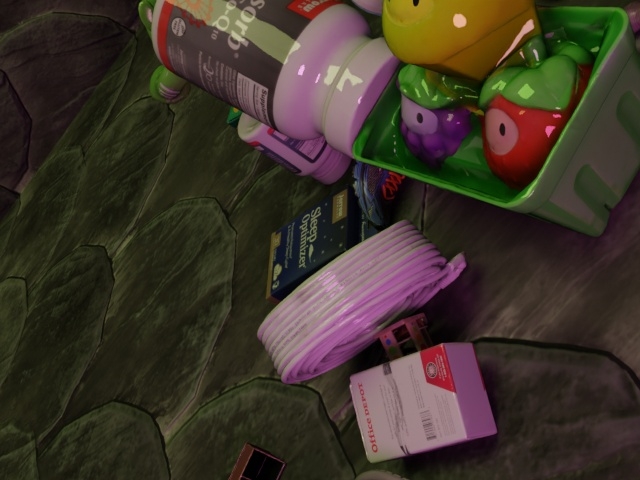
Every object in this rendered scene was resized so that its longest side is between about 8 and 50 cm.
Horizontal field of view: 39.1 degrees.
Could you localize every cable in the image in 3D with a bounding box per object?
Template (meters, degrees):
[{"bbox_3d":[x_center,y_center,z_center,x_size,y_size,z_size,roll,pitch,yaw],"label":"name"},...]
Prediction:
[{"bbox_3d":[0.040,0.079,1.133,0.257,0.257,0.089,-43,74,28],"label":"cable"}]

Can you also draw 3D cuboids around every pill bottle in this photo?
[{"bbox_3d":[-0.038,-0.171,1.503,0.108,0.180,0.108,-35,38,33],"label":"pill bottle"},{"bbox_3d":[-0.053,-0.275,1.328,0.363,0.210,0.210,31,89,22],"label":"pill bottle"}]

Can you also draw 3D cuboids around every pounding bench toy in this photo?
[{"bbox_3d":[0.121,0.132,1.145,0.052,0.083,0.065,-33,77,36],"label":"pounding bench toy"}]

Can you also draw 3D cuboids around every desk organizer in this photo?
[{"bbox_3d":[-0.103,0.357,1.266,0.050,0.047,0.130,11,72,55],"label":"desk organizer"}]

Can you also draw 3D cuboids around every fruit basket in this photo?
[{"bbox_3d":[0.175,-0.201,1.059,0.283,0.392,0.392,-60,31,-2],"label":"fruit basket"}]

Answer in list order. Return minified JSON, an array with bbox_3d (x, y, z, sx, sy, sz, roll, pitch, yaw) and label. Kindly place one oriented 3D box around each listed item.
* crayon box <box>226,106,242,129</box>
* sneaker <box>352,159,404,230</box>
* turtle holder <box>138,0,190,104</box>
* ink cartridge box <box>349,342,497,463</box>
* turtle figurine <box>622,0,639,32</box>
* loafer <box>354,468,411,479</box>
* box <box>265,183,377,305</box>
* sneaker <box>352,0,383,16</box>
[{"bbox_3d":[-0.059,-0.293,1.653,0.081,0.165,0.278,-23,46,43],"label":"crayon box"},{"bbox_3d":[0.104,-0.121,1.361,0.087,0.083,0.221,-1,71,23],"label":"sneaker"},{"bbox_3d":[-0.189,-0.397,1.586,0.227,0.243,0.320,-109,18,-69],"label":"turtle holder"},{"bbox_3d":[0.116,0.191,1.051,0.150,0.063,0.109,-27,70,41],"label":"ink cartridge box"},{"bbox_3d":[0.419,-0.267,1.019,0.234,0.118,0.175,-134,37,-60],"label":"turtle figurine"},{"bbox_3d":[0.113,0.312,0.955,0.251,0.094,0.087,2,60,55],"label":"loafer"},{"bbox_3d":[0.000,0.000,1.443,0.225,0.036,0.136,-31,40,35],"label":"box"},{"bbox_3d":[0.143,-0.346,1.332,0.135,0.366,0.150,45,127,19],"label":"sneaker"}]
